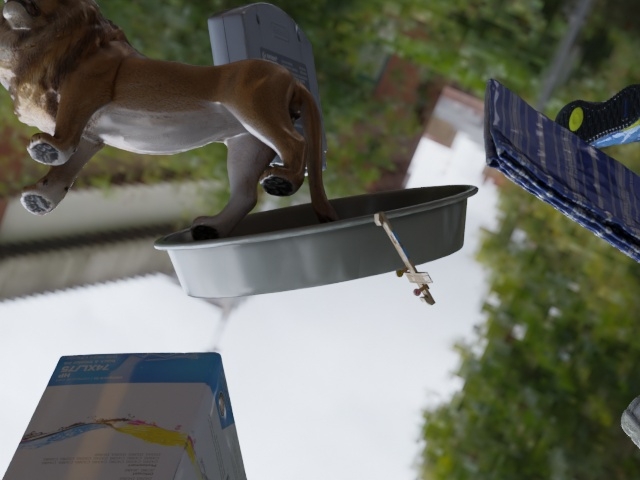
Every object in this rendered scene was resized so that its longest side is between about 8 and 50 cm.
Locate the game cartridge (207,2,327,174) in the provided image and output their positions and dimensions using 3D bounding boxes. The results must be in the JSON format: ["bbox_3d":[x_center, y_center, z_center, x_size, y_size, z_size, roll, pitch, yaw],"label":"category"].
[{"bbox_3d":[-0.060,-0.180,1.987,0.062,0.198,0.297,-14,176,14],"label":"game cartridge"}]

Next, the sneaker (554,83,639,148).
[{"bbox_3d":[0.371,-0.144,2.078,0.082,0.069,0.209,12,167,-27],"label":"sneaker"}]

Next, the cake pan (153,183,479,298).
[{"bbox_3d":[0.000,0.000,1.484,0.293,0.054,0.293,-10,-175,1],"label":"cake pan"}]

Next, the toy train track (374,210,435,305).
[{"bbox_3d":[0.062,0.016,1.282,0.083,0.014,0.048,60,164,-9],"label":"toy train track"}]

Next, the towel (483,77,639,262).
[{"bbox_3d":[0.322,-0.050,1.800,0.336,0.040,0.243,32,-158,-9],"label":"towel"}]

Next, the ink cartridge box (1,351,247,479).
[{"bbox_3d":[-0.213,0.280,1.826,0.197,0.198,0.270,-2,-148,12],"label":"ink cartridge box"}]

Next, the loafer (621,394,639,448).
[{"bbox_3d":[0.503,0.287,2.045,0.319,0.111,0.112,48,-171,36],"label":"loafer"}]

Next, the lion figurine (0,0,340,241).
[{"bbox_3d":[-0.142,-0.128,1.570,0.392,0.142,0.240,15,-132,3],"label":"lion figurine"}]
